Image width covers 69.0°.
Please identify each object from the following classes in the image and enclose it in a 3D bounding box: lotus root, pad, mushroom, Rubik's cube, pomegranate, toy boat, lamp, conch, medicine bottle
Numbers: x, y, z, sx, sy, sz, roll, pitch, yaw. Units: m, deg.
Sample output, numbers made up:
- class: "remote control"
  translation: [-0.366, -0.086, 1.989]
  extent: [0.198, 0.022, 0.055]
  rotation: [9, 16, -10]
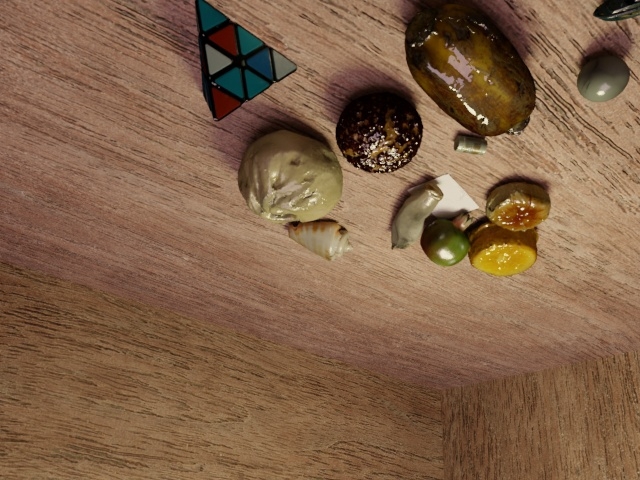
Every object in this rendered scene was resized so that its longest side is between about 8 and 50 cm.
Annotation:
- class: "lotus root"
  translation: [0.348, -0.369, 1.053]
  extent: [0.398, 0.179, 0.196]
  rotation: [29, 144, -32]
- class: "pad"
  translation: [0.421, -0.140, 1.587]
  extent: [0.157, 0.004, 0.232]
  rotation: [-21, 140, 36]
- class: "mushroom"
  translation: [0.321, -0.078, 1.614]
  extent: [0.110, 0.097, 0.351]
  rotation: [18, 148, 1]
- class: "Rubik's cube"
  translation: [-0.163, -0.393, 1.127]
  extent: [0.234, 0.250, 0.284]
  rotation: [-8, 147, -15]
- class: "pomegranate"
  translation: [0.459, -0.010, 1.651]
  extent: [0.180, 0.180, 0.209]
  rotation: [25, 117, -29]
- class: "toy boat"
  translation: [0.631, -0.482, 0.941]
  extent: [0.141, 0.055, 0.060]
  rotation: [-12, 152, 27]
- class: "lamp"
  translation: [0.651, -0.372, 1.075]
  extent: [0.105, 0.105, 0.105]
  rotation: [4, 149, 3]
- class: "conch"
  translation: [0.000, 0.010, 1.784]
  extent: [0.255, 0.127, 0.158]
  rotation: [3, 149, 6]
- class: "medicine bottle"
  translation: [0.428, -0.271, 1.329]
  extent: [0.083, 0.047, 0.047]
  rotation: [8, 149, -4]

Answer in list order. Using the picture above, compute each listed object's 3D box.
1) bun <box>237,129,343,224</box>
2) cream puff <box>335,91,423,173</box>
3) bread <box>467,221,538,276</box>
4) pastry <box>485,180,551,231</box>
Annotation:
- class: "bun"
  translation: [-0.091, -0.164, 1.423]
  extent: [0.326, 0.234, 0.362]
  rotation: [5, 156, -10]
- class: "cream puff"
  translation: [0.156, -0.277, 1.252]
  extent: [0.239, 0.164, 0.239]
  rotation: [2, 148, 1]
- class: "bread"
  translation: [0.658, 0.024, 1.687]
  extent: [0.269, 0.145, 0.268]
  rotation: [3, 145, 2]
- class: "pastry"
  translation: [0.639, -0.109, 1.515]
  extent: [0.193, 0.093, 0.182]
  rotation: [15, 144, -12]
